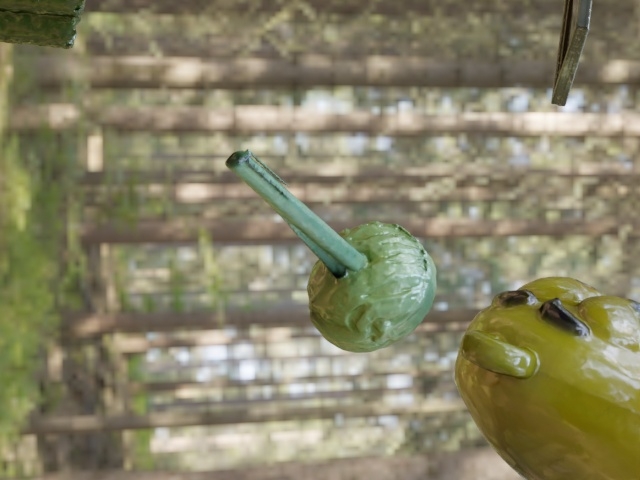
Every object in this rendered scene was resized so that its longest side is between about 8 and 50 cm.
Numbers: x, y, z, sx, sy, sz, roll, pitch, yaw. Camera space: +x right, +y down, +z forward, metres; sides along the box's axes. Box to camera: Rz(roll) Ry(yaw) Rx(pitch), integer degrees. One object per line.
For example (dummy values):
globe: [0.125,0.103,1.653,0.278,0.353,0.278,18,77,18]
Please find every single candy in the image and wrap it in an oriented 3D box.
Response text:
candy: [0.000,0.000,1.161,0.335,0.093,0.092,42,46,-65]

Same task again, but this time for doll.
doll: [0.277,0.158,1.387,0.161,0.348,0.423,-64,168,-3]

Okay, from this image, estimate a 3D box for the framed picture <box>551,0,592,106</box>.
framed picture: [0.261,-0.256,1.768,0.150,0.015,0.203,95,5,-63]

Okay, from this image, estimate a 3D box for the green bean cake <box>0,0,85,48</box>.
green bean cake: [-0.220,-0.292,1.237,0.247,0.156,0.250,117,-25,-56]
